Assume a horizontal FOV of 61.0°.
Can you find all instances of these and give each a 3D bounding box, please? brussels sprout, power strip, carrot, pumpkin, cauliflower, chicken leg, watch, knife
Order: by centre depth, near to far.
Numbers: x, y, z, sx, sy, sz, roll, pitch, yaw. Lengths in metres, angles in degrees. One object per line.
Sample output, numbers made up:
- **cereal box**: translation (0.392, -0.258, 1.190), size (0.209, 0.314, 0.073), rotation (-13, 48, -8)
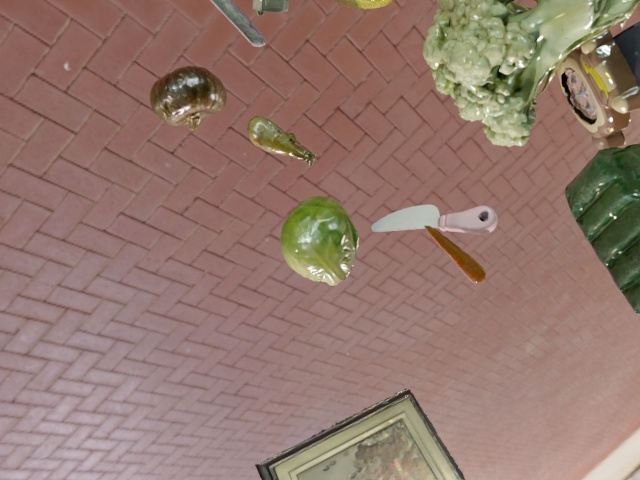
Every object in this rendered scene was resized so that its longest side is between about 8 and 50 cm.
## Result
- **cauliflower**: translation (0.291, -0.318, 0.853), size (0.260, 0.327, 0.281), rotation (-26, 179, -25)
- **power strip**: translation (-0.109, -0.587, 1.197), size (0.075, 0.042, 0.175), rotation (-17, 125, -32)
- **chicken leg**: translation (-0.090, -0.234, 1.288), size (0.178, 0.093, 0.070), rotation (27, 133, -8)
- **watch**: translation (0.784, -0.430, 1.315), size (0.327, 0.314, 0.335), rotation (-27, 175, 9)
- **carrot**: translation (0.329, 0.032, 1.329), size (0.216, 0.048, 0.048), rotation (42, 106, -16)
- **knife**: translation (0.282, -0.057, 1.399), size (0.336, 0.081, 0.043), rotation (1, 160, 31)
- **brussels sprout**: translation (0.000, 0.000, 1.501), size (0.244, 0.244, 0.244), rotation (-17, 138, -16)
- **pumpkin**: translation (-0.375, -0.395, 1.546), size (0.219, 0.219, 0.162), rotation (-16, 94, -17)

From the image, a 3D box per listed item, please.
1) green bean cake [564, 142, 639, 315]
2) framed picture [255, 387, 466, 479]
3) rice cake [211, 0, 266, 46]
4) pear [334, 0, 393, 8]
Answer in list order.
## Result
- **green bean cake**: translation (0.636, -0.034, 0.959), size (0.300, 0.308, 0.169), rotation (-9, 148, -21)
- **framed picture**: translation (0.059, 0.274, 0.552), size (0.195, 0.199, 0.010), rotation (-24, 146, -11)
- **rice cake**: translation (-0.189, -0.481, 1.126), size (0.036, 0.047, 0.206), rotation (-40, 102, 24)
- **pear**: translation (0.113, -0.708, 1.312), size (0.294, 0.294, 0.294), rotation (-17, 138, -16)
